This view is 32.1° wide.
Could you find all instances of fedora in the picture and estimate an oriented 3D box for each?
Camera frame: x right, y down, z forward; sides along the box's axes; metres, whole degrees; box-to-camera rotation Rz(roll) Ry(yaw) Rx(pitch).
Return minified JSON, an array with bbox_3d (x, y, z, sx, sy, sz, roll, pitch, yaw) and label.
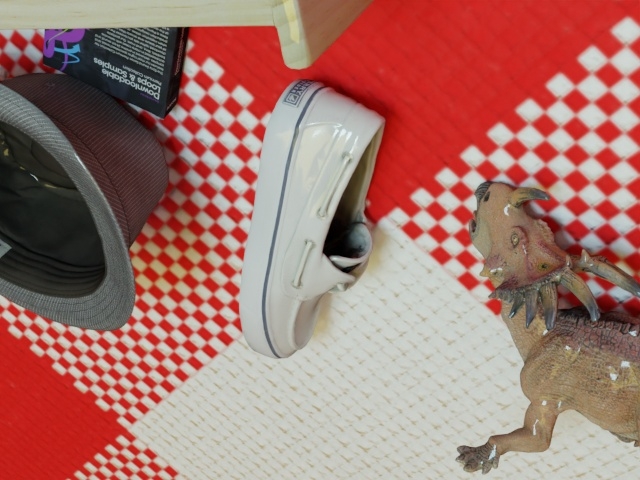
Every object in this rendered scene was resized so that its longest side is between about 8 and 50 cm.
[{"bbox_3d":[-0.225,-0.054,0.937,0.275,0.124,0.244,8,128,35],"label":"fedora"}]

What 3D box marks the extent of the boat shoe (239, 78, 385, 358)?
[{"bbox_3d":[0.000,0.000,0.883,0.088,0.096,0.267,23,126,17],"label":"boat shoe"}]

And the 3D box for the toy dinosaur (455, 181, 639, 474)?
[{"bbox_3d":[0.224,0.091,0.813,0.295,0.127,0.200,20,127,6],"label":"toy dinosaur"}]

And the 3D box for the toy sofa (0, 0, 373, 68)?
[{"bbox_3d":[-0.152,-0.214,0.713,0.362,0.150,0.177,4,121,22],"label":"toy sofa"}]

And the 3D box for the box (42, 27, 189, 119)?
[{"bbox_3d":[-0.156,-0.182,0.859,0.116,0.029,0.162,26,133,8],"label":"box"}]
